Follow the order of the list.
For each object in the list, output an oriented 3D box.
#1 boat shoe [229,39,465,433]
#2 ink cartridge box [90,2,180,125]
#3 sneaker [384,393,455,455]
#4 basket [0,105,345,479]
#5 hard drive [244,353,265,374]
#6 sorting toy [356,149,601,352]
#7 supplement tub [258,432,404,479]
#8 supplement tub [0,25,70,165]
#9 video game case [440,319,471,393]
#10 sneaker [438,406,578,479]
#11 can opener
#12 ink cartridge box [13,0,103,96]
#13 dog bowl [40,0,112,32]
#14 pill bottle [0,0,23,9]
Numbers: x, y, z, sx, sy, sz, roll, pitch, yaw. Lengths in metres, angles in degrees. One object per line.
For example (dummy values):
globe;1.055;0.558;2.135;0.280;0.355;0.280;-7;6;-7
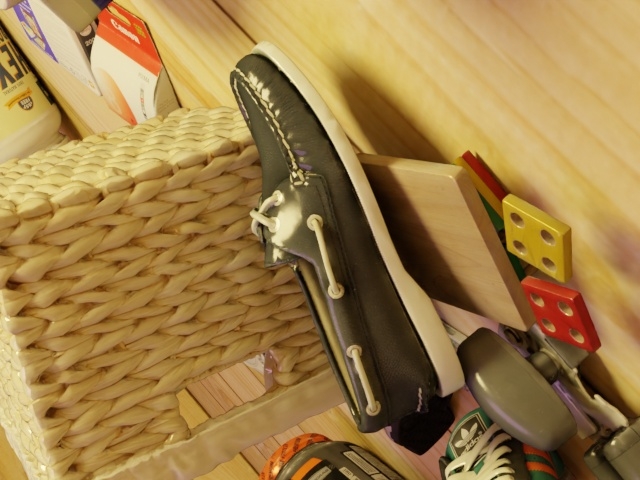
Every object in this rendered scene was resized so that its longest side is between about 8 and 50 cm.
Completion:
boat shoe;0.000;0.000;0.660;0.302;0.091;0.114;61;171;2
ink cartridge box;-0.233;-0.203;1.063;0.145;0.045;0.179;37;159;35
sneaker;0.078;0.159;0.924;0.097;0.084;0.234;43;166;24
basket;-0.162;0.039;0.841;0.331;0.329;0.266;18;125;60
hard drive;-0.167;0.092;1.433;0.236;0.064;0.339;59;161;-22
sorting toy;0.102;-0.010;0.641;0.275;0.046;0.132;18;142;59
supplement tub;0.058;0.436;1.323;0.338;0.207;0.207;26;149;51
supplement tub;-0.612;-0.241;1.571;0.324;0.235;0.235;58;160;-21
video game case;0.119;0.106;0.872;0.122;0.011;0.087;33;154;44
sneaker;0.142;0.202;0.719;0.121;0.108;0.302;51;-171;14
can opener;0.211;0.174;0.650;0.283;0.095;0.076;53;163;17
ink cartridge box;-0.356;-0.311;1.143;0.206;0.045;0.208;38;158;35
dog bowl;-0.263;-0.302;0.728;0.265;0.104;0.265;44;180;0
pill bottle;-0.099;-0.213;0.461;0.121;0.216;0.121;44;160;21
